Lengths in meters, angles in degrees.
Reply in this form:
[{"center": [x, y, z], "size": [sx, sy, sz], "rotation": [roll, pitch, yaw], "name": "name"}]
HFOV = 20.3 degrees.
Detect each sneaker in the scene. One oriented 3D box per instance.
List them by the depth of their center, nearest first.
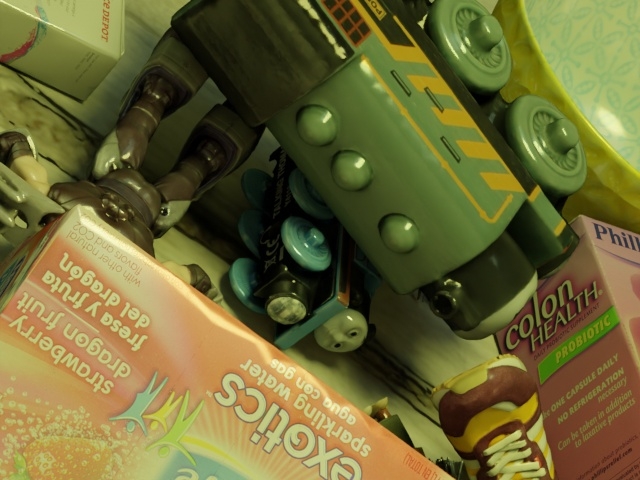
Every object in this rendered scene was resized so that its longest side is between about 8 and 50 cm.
[{"center": [0.123, 0.140, 1.151], "size": [0.084, 0.069, 0.185], "rotation": [66, 3, 29], "name": "sneaker"}]

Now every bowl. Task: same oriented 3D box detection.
[{"center": [0.225, -0.082, 1.481], "size": [0.289, 0.156, 0.289], "rotation": [28, 37, -24], "name": "bowl"}]

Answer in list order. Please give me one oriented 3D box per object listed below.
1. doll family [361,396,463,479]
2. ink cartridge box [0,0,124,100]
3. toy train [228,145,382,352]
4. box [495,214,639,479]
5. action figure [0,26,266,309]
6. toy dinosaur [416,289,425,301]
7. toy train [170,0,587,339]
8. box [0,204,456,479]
[{"center": [0.034, 0.164, 1.100], "size": [0.193, 0.076, 0.111], "rotation": [-20, 74, -48], "name": "doll family"}, {"center": [-0.197, -0.160, 1.210], "size": [0.122, 0.052, 0.088], "rotation": [24, 39, -26], "name": "ink cartridge box"}, {"center": [0.000, 0.000, 1.229], "size": [0.105, 0.080, 0.184], "rotation": [35, 34, -25], "name": "toy train"}, {"center": [0.265, 0.129, 1.335], "size": [0.213, 0.117, 0.243], "rotation": [17, 42, -35], "name": "box"}, {"center": [-0.120, -0.025, 1.117], "size": [0.185, 0.099, 0.285], "rotation": [47, 37, -10], "name": "action figure"}, {"center": [0.069, -0.003, 1.309], "size": [0.082, 0.090, 0.047], "rotation": [13, -1, 39], "name": "toy dinosaur"}, {"center": [0.046, -0.089, 1.186], "size": [0.334, 0.142, 0.190], "rotation": [53, 39, -10], "name": "toy train"}, {"center": [-0.060, 0.133, 0.912], "size": [0.300, 0.154, 0.142], "rotation": [37, 70, -12], "name": "box"}]
